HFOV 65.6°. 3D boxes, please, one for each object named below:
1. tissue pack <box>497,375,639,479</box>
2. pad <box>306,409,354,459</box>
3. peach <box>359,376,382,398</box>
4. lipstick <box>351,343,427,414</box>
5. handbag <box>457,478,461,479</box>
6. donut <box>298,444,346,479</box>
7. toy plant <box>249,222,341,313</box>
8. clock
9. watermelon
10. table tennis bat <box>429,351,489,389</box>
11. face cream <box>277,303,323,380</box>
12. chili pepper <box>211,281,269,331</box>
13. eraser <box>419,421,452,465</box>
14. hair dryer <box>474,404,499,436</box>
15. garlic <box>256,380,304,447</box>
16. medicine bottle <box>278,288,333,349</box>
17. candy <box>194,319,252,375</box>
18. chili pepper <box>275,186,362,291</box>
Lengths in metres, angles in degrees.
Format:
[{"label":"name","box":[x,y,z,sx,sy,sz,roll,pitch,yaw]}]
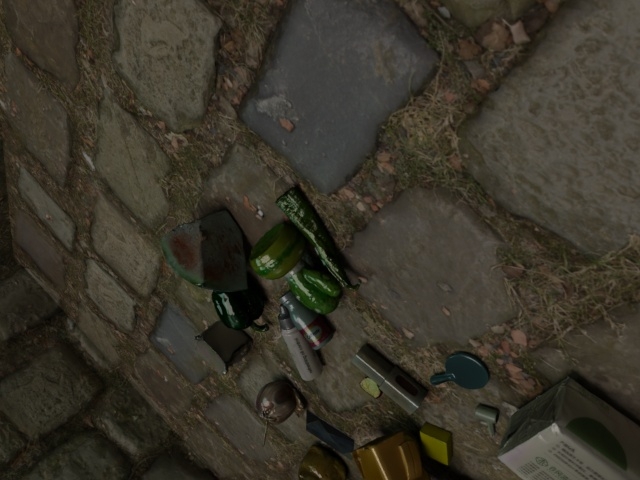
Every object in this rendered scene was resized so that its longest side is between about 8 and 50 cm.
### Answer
[{"label":"tissue pack","box":[0.662,0.541,1.204,0.356,0.194,0.266,37,137,12]},{"label":"pad","box":[0.036,0.822,2.102,0.243,0.004,0.164,24,133,26]},{"label":"peach","box":[0.179,0.501,1.701,0.083,0.050,0.077,-25,78,38]},{"label":"lipstick","box":[0.219,0.444,1.606,0.253,0.079,0.077,38,139,15]},{"label":"handbag","box":[0.487,0.948,1.674,0.181,0.181,0.255,33,136,30]},{"label":"donut","box":[0.006,1.028,2.188,0.208,0.128,0.262,26,135,23]},{"label":"toy plant","box":[-0.058,0.105,1.553,0.316,0.184,0.224,46,148,-20]},{"label":"clock","box":[0.264,0.828,1.686,0.244,0.200,0.317,124,131,-60]},{"label":"watermelon","box":[-0.386,0.011,1.734,0.387,0.228,0.258,43,110,38]},{"label":"table tennis bat","box":[0.396,0.389,1.446,0.124,0.033,0.201,53,136,-1]},{"label":"face cream","box":[-0.082,0.359,1.796,0.092,0.092,0.312,-2,117,42]},{"label":"chili pepper","box":[-0.292,0.260,1.855,0.173,0.165,0.261,-13,113,33]},{"label":"eraser","box":[0.388,0.679,1.658,0.097,0.045,0.122,11,128,36]},{"label":"hair dryer","box":[0.498,0.541,1.472,0.063,0.038,0.124,9,132,39]},{"label":"garlic","box":[-0.163,0.717,2.059,0.207,0.257,0.207,-1,153,0]},{"label":"medicine bottle","box":[-0.052,0.265,1.697,0.217,0.090,0.090,52,139,-3]},{"label":"candy","box":[-0.409,0.440,2.072,0.195,0.185,0.137,41,134,10]},{"label":"chili pepper","box":[0.000,0.001,1.468,0.085,0.076,0.359,-38,90,28]}]
